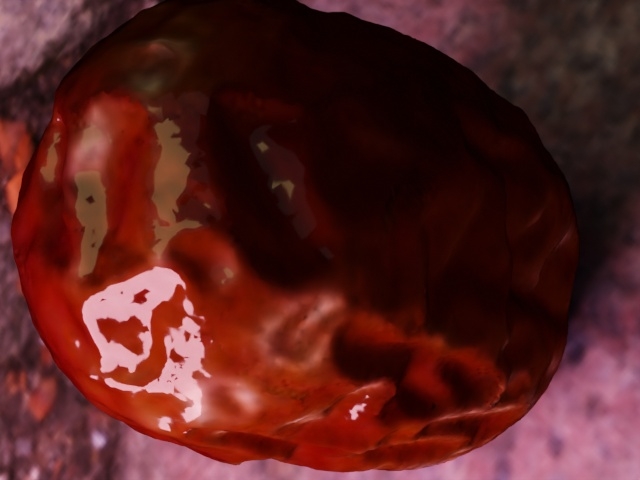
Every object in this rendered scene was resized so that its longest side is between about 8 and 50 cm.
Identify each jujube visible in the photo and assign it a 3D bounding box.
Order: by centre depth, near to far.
[{"bbox_3d":[0.000,0.000,0.693,0.174,0.250,0.174,-12,71,36],"label":"jujube"}]
